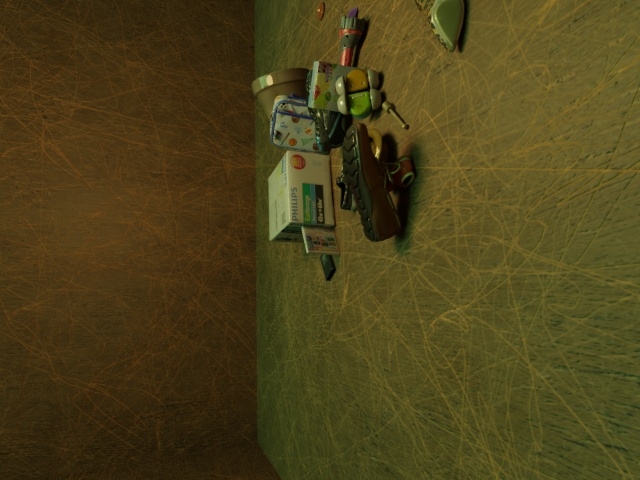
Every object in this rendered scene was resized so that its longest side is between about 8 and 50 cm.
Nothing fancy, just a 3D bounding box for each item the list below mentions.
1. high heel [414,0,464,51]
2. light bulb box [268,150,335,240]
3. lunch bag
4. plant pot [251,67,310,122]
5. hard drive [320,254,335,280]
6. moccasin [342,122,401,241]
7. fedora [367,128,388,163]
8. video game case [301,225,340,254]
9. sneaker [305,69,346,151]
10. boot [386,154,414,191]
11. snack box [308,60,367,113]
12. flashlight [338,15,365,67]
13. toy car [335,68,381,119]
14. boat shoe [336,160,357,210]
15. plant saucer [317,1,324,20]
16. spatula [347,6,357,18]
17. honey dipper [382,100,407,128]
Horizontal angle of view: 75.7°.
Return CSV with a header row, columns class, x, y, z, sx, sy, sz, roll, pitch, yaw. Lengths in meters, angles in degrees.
class,x,y,z,sx,sy,sz,roll,pitch,yaw
high heel,0.331,-0.633,1.171,0.186,0.093,0.260,32,-134,-89
light bulb box,-0.107,-0.199,2.027,0.361,0.226,0.357,149,121,-64
lunch bag,-0.088,-0.537,1.890,0.114,0.304,0.243,-101,22,-49
plant pot,-0.175,-0.722,2.189,0.323,0.324,0.280,3,109,69
hard drive,0.033,0.108,1.931,0.094,0.022,0.135,114,149,-45
moccasin,0.174,-0.186,1.310,0.379,0.147,0.139,70,165,-8
fedora,0.188,-0.300,1.476,0.194,0.079,0.194,6,90,65
video game case,0.000,0.000,1.834,0.019,0.158,0.143,124,142,-46
sneaker,0.024,-0.555,1.751,0.125,0.140,0.340,-162,58,-83
boot,0.251,-0.195,1.344,0.158,0.059,0.084,123,138,-52
snack box,0.068,-0.599,1.623,0.070,0.207,0.174,-132,46,-60
flashlight,0.113,-0.741,1.680,0.103,0.103,0.303,-37,-42,-59
toy car,0.147,-0.538,1.543,0.136,0.159,0.181,43,-139,-71
boat shoe,0.101,-0.232,1.700,0.080,0.076,0.228,157,112,-67
plant saucer,0.002,-1.163,2.090,0.083,0.014,0.083,-178,90,-69
spatula,0.115,-0.838,1.758,0.084,0.031,0.296,-148,62,-63
honey dipper,0.254,-0.420,1.389,0.160,0.031,0.030,-114,33,-40
